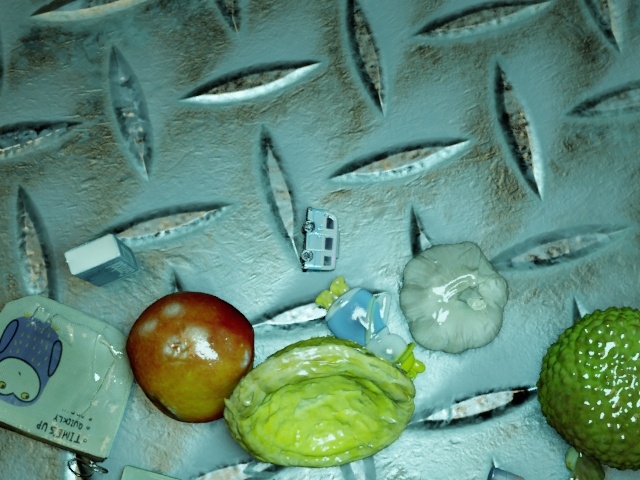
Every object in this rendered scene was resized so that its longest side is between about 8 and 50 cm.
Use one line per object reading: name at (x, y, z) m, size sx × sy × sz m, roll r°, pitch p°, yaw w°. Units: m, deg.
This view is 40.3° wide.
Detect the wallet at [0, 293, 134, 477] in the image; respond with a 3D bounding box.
wallet at (-0.501, 0.260, 1.628) m, size 0.335 × 0.068 × 0.275 m, roll 21°, pitch 82°, yaw 5°

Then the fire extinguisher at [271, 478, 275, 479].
fire extinguisher at (0.006, 0.557, 1.553) m, size 0.311 × 0.114 × 0.095 m, roll 45°, pitch 56°, yaw 9°

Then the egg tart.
egg tart at (-0.004, 0.270, 1.538) m, size 0.345 × 0.345 × 0.132 m, roll -9°, pitch 47°, yaw -2°

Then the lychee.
lychee at (0.519, 0.275, 1.539) m, size 0.269 × 0.270 × 0.320 m, roll -21°, pitch 120°, yaw -4°

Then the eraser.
eraser at (-0.392, 0.040, 1.598) m, size 0.091 × 0.212 × 0.046 m, roll -22°, pitch 81°, yaw -4°

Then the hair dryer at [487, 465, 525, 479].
hair dryer at (0.329, 0.482, 1.610) m, size 0.063 × 0.037 × 0.114 m, roll 21°, pitch 87°, yaw 2°

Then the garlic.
garlic at (0.254, 0.099, 1.594) m, size 0.218 × 0.212 × 0.219 m, roll 1°, pitch 83°, yaw -5°

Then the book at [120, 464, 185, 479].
book at (-0.280, 0.621, 1.572) m, size 0.260 × 0.043 × 0.371 m, roll 13°, pitch 79°, yaw 3°

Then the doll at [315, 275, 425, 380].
doll at (0.094, 0.175, 1.635) m, size 0.241 × 0.099 × 0.135 m, roll 46°, pitch 60°, yaw 7°

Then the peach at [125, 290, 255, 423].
peach at (-0.232, 0.209, 1.574) m, size 0.243 × 0.199 × 0.244 m, roll 0°, pitch 94°, yaw 5°

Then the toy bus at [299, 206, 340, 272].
toy bus at (0.000, 0.000, 1.687) m, size 0.074 × 0.060 × 0.123 m, roll 4°, pitch 81°, yaw -4°
